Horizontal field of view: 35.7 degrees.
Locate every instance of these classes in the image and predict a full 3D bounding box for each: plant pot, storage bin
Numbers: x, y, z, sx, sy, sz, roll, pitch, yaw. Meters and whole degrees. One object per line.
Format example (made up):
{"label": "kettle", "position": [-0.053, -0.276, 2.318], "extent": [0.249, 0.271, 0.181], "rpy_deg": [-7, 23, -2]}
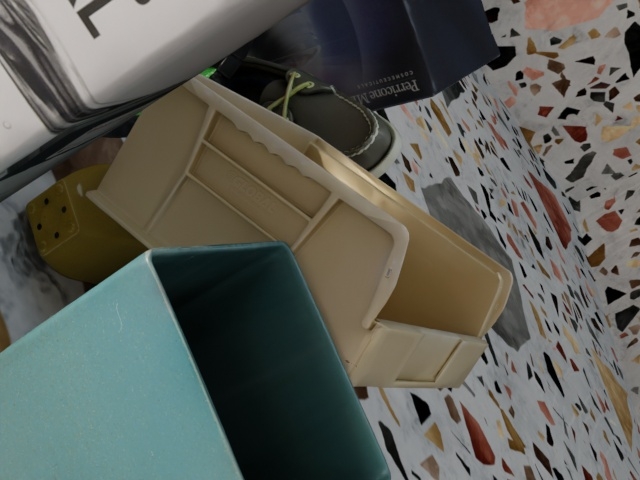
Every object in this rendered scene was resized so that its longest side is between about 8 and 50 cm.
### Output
{"label": "plant pot", "position": [-0.116, 0.125, 0.597], "extent": [0.165, 0.234, 0.165], "rpy_deg": [-3, 68, -67]}
{"label": "storage bin", "position": [0.000, 0.000, 0.790], "extent": [0.260, 0.123, 0.262], "rpy_deg": [37, 8, 25]}
{"label": "plant pot", "position": [-0.190, -0.016, 0.815], "extent": [0.083, 0.081, 0.081], "rpy_deg": [8, 57, -57]}

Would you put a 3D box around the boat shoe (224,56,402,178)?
{"label": "boat shoe", "position": [-0.039, -0.135, 1.077], "extent": [0.305, 0.109, 0.091], "rpy_deg": [24, -18, 47]}

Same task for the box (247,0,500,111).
{"label": "box", "position": [0.014, -0.301, 1.191], "extent": [0.183, 0.296, 0.294], "rpy_deg": [-37, 111, -46]}

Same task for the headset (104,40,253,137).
{"label": "headset", "position": [-0.141, -0.281, 0.840], "extent": [0.243, 0.394, 0.185], "rpy_deg": [30, 7, -34]}

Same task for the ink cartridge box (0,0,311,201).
{"label": "ink cartridge box", "position": [-0.202, -0.186, 0.560], "extent": [0.285, 0.395, 0.166], "rpy_deg": [59, 22, -7]}
